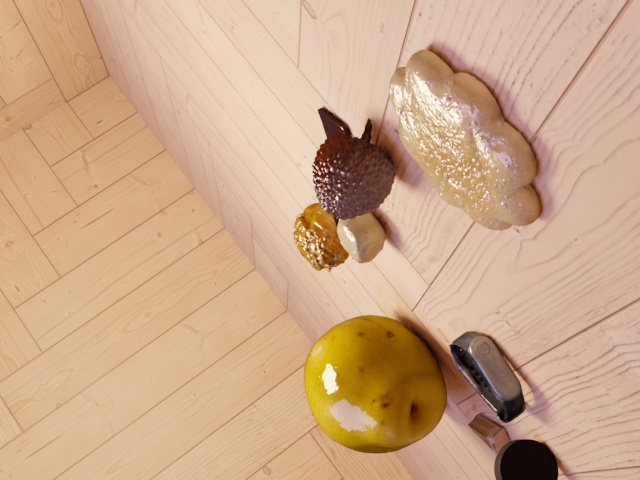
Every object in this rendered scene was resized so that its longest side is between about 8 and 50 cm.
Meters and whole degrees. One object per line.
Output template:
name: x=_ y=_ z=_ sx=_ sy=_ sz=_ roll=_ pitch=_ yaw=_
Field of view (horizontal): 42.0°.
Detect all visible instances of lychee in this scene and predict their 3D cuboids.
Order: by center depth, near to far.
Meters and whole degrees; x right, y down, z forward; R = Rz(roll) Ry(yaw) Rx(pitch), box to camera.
lychee: x=0.065 y=-0.133 z=1.577 sx=0.165 sy=0.197 sz=0.165 roll=24 pitch=-176 yaw=-2

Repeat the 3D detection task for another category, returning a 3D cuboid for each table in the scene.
table: x=0.450 y=0.503 z=1.822 sx=0.133 sy=0.133 sz=0.043 roll=53 pitch=166 yaw=9

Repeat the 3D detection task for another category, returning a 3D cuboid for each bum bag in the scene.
bum bag: x=0.039 y=-0.200 z=1.755 sx=0.109 sy=0.026 sz=0.159 roll=44 pitch=163 yaw=43

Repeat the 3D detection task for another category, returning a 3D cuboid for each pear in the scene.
pear: x=0.140 y=0.374 z=2.155 sx=0.418 sy=0.362 sz=0.362 roll=18 pitch=142 yaw=61

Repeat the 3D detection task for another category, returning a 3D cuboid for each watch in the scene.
watch: x=0.357 y=0.287 z=1.769 sx=0.206 sy=0.068 sz=0.193 roll=55 pitch=171 yaw=15

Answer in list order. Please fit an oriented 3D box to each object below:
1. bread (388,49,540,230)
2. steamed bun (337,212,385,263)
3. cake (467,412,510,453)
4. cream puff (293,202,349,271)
bread: x=0.207 y=-0.137 z=1.249 sx=0.316 sy=0.054 sz=0.316 roll=49 pitch=164 yaw=19
steamed bun: x=0.093 y=-0.017 z=1.875 sx=0.112 sy=0.091 sz=0.130 roll=49 pitch=165 yaw=30
cake: x=0.415 y=0.476 z=2.068 sx=0.065 sy=0.052 sz=0.121 roll=57 pitch=167 yaw=-21
cream puff: x=0.000 y=0.000 z=2.182 sx=0.189 sy=0.129 sz=0.189 roll=52 pitch=170 yaw=13
